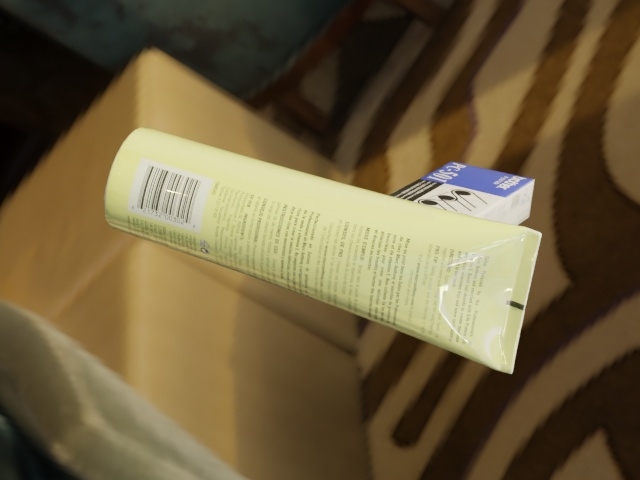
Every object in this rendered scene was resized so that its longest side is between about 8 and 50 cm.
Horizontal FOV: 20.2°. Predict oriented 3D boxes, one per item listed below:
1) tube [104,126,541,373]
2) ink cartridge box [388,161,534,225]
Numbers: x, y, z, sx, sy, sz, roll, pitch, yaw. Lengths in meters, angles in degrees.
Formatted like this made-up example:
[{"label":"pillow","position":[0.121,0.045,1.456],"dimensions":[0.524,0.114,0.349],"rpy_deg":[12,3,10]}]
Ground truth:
[{"label":"tube","position":[0.000,0.000,0.981],"dimensions":[0.070,0.240,0.062],"rpy_deg":[59,-129,-68]},{"label":"ink cartridge box","position":[0.136,-0.031,1.809],"dimensions":[0.207,0.097,0.046],"rpy_deg":[-29,-52,-61]}]
